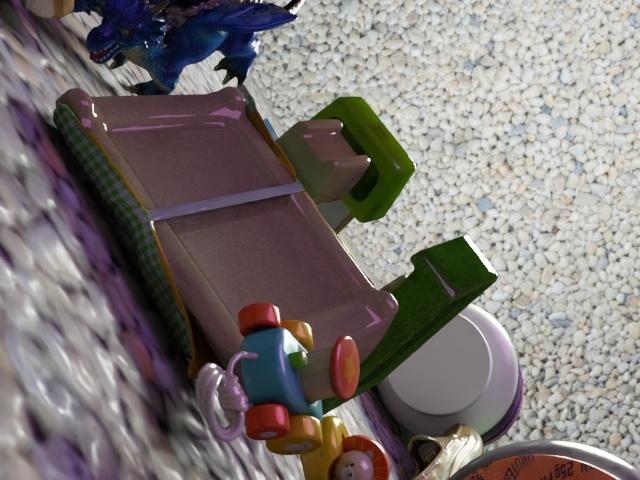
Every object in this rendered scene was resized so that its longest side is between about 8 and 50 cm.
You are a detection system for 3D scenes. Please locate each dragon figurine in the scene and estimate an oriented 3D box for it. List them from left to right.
[{"bbox_3d":[-0.078,-0.175,0.651,0.085,0.289,0.144,61,-33,5],"label":"dragon figurine"}]

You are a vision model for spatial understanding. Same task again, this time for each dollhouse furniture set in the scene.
[{"bbox_3d":[-0.046,0.019,0.583,0.198,0.151,0.301,54,32,14],"label":"dollhouse furniture set"}]

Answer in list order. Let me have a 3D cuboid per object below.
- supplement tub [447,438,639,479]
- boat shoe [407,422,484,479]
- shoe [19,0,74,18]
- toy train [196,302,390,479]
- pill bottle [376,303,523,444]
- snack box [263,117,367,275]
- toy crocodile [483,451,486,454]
[{"bbox_3d":[0.171,0.251,0.615,0.194,0.193,0.316,61,5,27],"label":"supplement tub"},{"bbox_3d":[0.128,0.234,0.934,0.072,0.068,0.190,41,16,3],"label":"boat shoe"},{"bbox_3d":[-0.209,-0.219,0.486,0.219,0.058,0.076,62,-16,-7],"label":"shoe"},{"bbox_3d":[0.004,0.107,0.374,0.125,0.046,0.166,-72,146,-67],"label":"toy train"},{"bbox_3d":[0.177,0.183,1.164,0.182,0.181,0.323,61,5,21],"label":"pill bottle"},{"bbox_3d":[0.000,0.000,1.206,0.322,0.060,0.187,61,5,22],"label":"snack box"},{"bbox_3d":[0.234,0.381,1.095,0.115,0.105,0.341,-97,160,-55],"label":"toy crocodile"}]
